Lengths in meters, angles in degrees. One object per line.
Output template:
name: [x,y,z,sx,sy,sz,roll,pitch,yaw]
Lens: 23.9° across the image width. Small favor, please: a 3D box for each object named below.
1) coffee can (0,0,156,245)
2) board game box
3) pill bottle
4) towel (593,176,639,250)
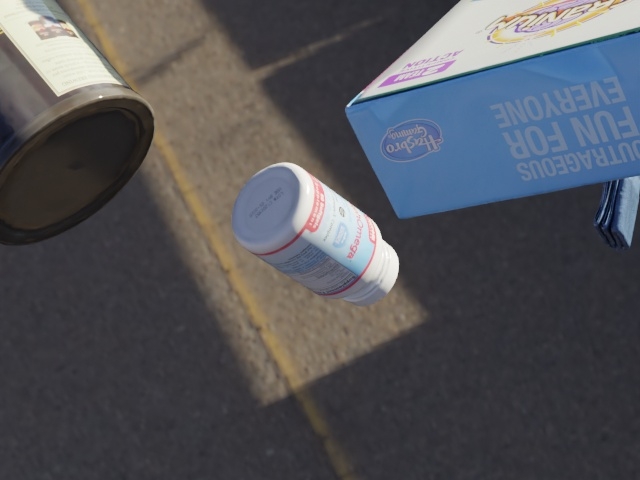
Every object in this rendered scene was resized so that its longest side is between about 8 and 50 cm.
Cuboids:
coffee can: [-0.325,-0.160,1.518,0.201,0.201,0.275,-34,68,-18]
board game box: [0.190,-0.132,0.737,0.242,0.064,0.316,-10,25,41]
pill bottle: [0.000,0.000,1.374,0.087,0.160,0.087,-20,55,31]
towel: [0.296,-0.054,1.489,0.029,0.067,0.119,5,70,24]
